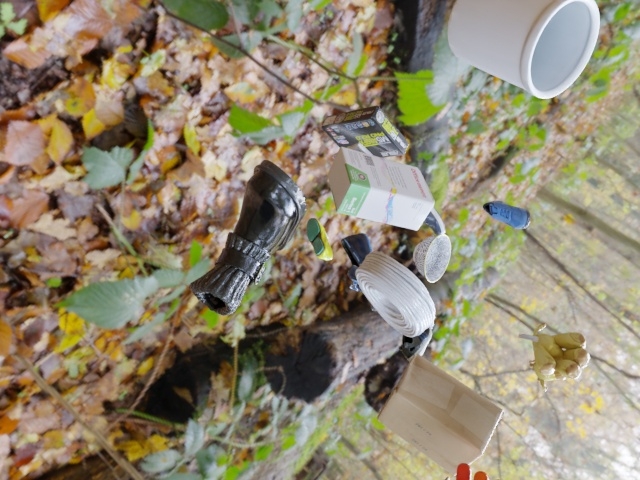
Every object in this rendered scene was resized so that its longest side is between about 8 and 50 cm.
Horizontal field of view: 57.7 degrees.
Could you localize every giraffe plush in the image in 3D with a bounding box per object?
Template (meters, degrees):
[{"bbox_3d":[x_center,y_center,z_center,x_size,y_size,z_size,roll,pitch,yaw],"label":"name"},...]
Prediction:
[{"bbox_3d":[0.732,0.386,1.841,0.181,0.210,0.170,-42,136,-29],"label":"giraffe plush"}]

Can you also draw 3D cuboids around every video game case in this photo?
[{"bbox_3d":[0.137,-0.250,1.923,0.143,0.157,0.019,-14,-139,56],"label":"video game case"}]

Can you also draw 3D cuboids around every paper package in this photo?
[{"bbox_3d":[0.376,0.569,1.888,0.168,0.325,0.309,-50,165,-31],"label":"paper package"}]

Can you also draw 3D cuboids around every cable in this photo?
[{"bbox_3d":[0.203,0.149,1.602,0.089,0.257,0.257,-42,158,-16],"label":"cable"}]

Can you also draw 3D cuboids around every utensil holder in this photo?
[{"bbox_3d":[0.671,-0.704,1.972,0.328,0.385,0.327,-22,132,-26],"label":"utensil holder"}]

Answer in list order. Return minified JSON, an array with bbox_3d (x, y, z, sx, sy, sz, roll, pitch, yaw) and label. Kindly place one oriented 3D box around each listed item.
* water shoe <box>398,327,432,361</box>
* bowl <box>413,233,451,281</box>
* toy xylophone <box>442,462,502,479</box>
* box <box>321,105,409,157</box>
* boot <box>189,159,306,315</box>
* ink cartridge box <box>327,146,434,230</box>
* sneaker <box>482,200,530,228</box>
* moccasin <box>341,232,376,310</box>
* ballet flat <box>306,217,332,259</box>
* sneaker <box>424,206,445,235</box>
[{"bbox_3d":[0.329,0.336,2.006,0.073,0.080,0.203,-43,-178,29],"label":"water shoe"},{"bbox_3d":[0.373,0.053,2.002,0.170,0.080,0.170,-21,119,-44],"label":"bowl"},{"bbox_3d":[0.454,0.748,1.540,0.081,0.323,0.236,22,79,-53],"label":"toy xylophone"},{"bbox_3d":[0.167,-0.399,2.203,0.216,0.270,0.060,43,63,-35],"label":"box"},{"bbox_3d":[-0.161,0.010,1.242,0.260,0.131,0.348,-48,166,-26],"label":"boot"},{"bbox_3d":[0.180,-0.157,1.772,0.201,0.278,0.117,-101,-150,-48],"label":"ink cartridge box"},{"bbox_3d":[0.593,-0.084,1.867,0.209,0.082,0.069,-129,-131,-71],"label":"sneaker"},{"bbox_3d":[0.156,0.129,2.247,0.117,0.342,0.137,-6,140,-11],"label":"moccasin"},{"bbox_3d":[0.000,0.000,2.304,0.077,0.231,0.077,29,115,-31],"label":"ballet flat"},{"bbox_3d":[0.330,-0.079,2.062,0.163,0.226,0.086,-36,-165,-5],"label":"sneaker"}]
